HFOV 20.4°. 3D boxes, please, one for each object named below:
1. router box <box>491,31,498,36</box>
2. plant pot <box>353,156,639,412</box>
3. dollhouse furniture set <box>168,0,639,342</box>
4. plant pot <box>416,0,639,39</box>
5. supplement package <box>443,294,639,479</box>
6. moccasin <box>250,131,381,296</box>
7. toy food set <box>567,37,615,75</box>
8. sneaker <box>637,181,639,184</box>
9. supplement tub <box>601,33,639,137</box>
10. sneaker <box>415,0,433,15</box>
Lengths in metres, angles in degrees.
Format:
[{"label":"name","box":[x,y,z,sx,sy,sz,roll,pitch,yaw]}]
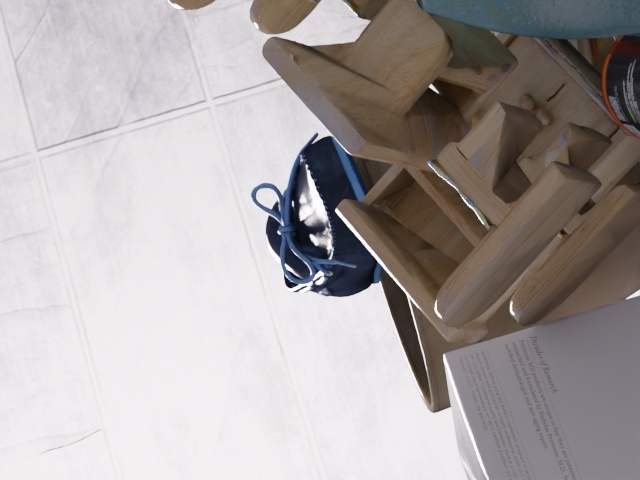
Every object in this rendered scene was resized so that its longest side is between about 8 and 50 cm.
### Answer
[{"label":"router box","box":[0.200,-0.342,2.028,0.243,0.081,0.308,115,138,-87]},{"label":"plant pot","box":[0.203,-0.006,1.912,0.323,0.280,0.323,164,90,-88]},{"label":"dollhouse furniture set","box":[0.073,-0.068,1.456,0.362,0.256,0.394,49,-159,23]},{"label":"plant pot","box":[0.160,-0.287,1.281,0.248,0.252,0.247,-109,3,-52]},{"label":"supplement package","box":[0.266,0.159,1.409,0.177,0.293,0.175,75,177,-55]},{"label":"moccasin","box":[0.000,0.000,1.879,0.342,0.117,0.137,80,173,-66]},{"label":"toy food set","box":[0.241,-0.282,1.665,0.306,0.092,0.219,59,-169,-63]},{"label":"sneaker","box":[0.323,-0.056,1.563,0.178,0.072,0.077,-173,78,-79]},{"label":"supplement tub","box":[0.281,-0.125,1.388,0.198,0.106,0.106,-121,15,-81]},{"label":"sneaker","box":[0.124,-0.264,1.729,0.350,0.148,0.131,6,-116,-85]}]
